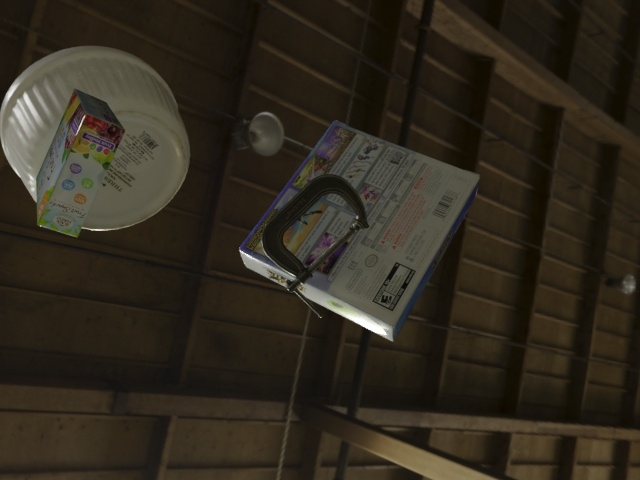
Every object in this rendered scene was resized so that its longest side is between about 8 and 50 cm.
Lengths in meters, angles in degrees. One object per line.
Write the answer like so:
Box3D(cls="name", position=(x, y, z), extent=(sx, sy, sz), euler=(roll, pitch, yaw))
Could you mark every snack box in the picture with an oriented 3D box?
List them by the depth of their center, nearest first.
Box3D(cls="snack box", position=(-0.219, -0.074, 0.551), extent=(0.037, 0.141, 0.100), euler=(21, -80, -30))

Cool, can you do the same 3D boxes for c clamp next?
Box3D(cls="c clamp", position=(0.000, 0.000, 0.787), extent=(0.137, 0.022, 0.160), euler=(38, -80, -15))

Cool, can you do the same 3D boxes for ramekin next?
Box3D(cls="ramekin", position=(-0.253, -0.108, 0.719), extent=(0.207, 0.109, 0.207), euler=(-22, -41, -20))

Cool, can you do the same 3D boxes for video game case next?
Box3D(cls="video game case", position=(0.060, -0.026, 0.889), extent=(0.269, 0.244, 0.061), euler=(-56, -21, -24))
